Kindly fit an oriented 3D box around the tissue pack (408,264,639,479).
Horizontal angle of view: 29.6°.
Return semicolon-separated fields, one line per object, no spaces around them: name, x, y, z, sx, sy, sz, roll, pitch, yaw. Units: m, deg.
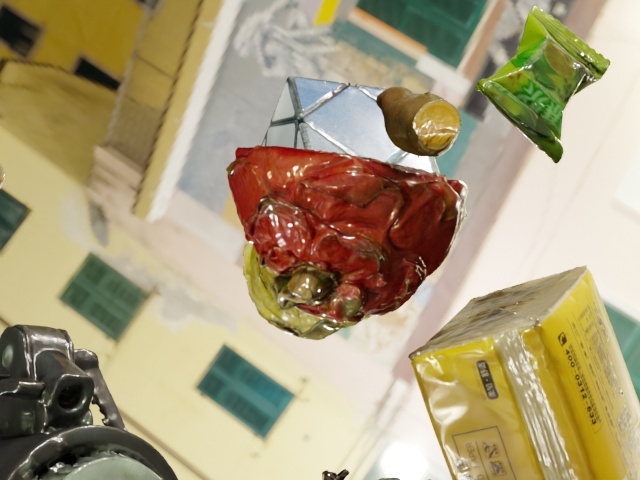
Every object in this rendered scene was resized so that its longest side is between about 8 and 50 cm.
tissue pack;0.308;0.264;1.656;0.228;0.382;0.293;-16;7;30

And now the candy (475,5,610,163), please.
candy;0.304;-0.216;1.646;0.246;0.149;0.069;-53;4;-37

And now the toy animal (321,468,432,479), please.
toy animal;0.106;0.439;2.061;0.117;0.210;0.121;171;94;-73

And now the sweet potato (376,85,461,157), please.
sweet potato;0.114;-0.139;1.401;0.077;0.077;0.244;-59;13;7

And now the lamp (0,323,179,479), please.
lamp;-0.253;0.283;1.105;0.205;0.272;0.374;8;-84;-39

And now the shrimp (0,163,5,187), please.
shrimp;-0.453;-0.082;1.364;0.046;0.152;0.219;-58;-3;28

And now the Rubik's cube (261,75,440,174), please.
Rubik's cube;0.032;-0.094;1.771;0.205;0.205;0.207;4;-44;-19

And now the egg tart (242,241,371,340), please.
egg tart;-0.001;0.001;2.060;0.341;0.341;0.132;-57;-31;1

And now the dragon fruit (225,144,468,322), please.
dragon fruit;0.035;-0.001;1.473;0.152;0.317;0.205;172;106;-83
